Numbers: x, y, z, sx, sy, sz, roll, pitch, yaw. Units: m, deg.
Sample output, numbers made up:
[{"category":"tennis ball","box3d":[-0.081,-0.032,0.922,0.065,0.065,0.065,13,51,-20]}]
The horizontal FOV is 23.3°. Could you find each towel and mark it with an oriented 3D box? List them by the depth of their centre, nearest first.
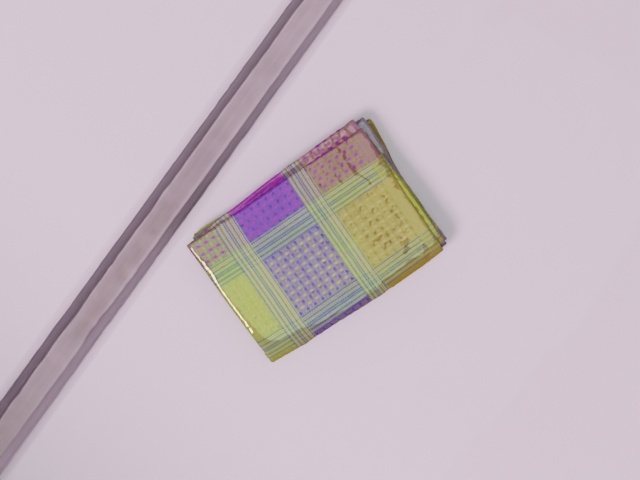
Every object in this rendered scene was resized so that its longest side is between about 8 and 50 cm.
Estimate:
[{"category":"towel","box3d":[0.000,0.000,0.578,0.083,0.009,0.060,-35,95,-3]}]
